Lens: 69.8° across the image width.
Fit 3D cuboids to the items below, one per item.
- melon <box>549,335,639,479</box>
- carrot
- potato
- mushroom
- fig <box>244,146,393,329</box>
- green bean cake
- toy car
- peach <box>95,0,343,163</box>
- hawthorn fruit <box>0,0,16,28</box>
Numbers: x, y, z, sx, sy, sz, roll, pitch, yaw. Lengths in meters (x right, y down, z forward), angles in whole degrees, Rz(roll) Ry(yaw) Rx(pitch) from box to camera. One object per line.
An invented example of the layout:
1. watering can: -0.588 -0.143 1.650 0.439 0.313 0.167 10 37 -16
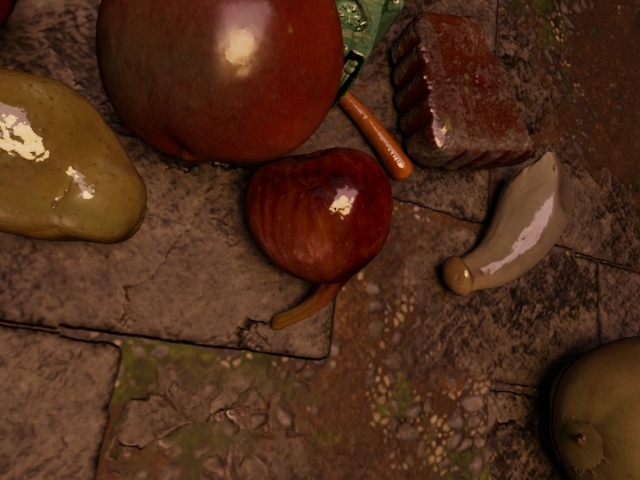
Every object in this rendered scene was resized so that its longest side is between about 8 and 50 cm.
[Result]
1. melon: 0.481 0.266 0.630 0.330 0.268 0.268 8 76 -13
2. carrot: 0.070 -0.167 0.675 0.037 0.037 0.190 -39 92 -24
3. potato: -0.263 -0.071 0.452 0.194 0.157 0.157 34 69 -15
4. mushroom: 0.293 -0.007 0.699 0.118 0.103 0.270 44 72 -10
5. fig: 0.006 -0.005 0.555 0.175 0.175 0.207 -16 100 -25
6. green bean cake: 0.212 -0.223 0.709 0.199 0.097 0.232 -8 82 -22
7. toy car: 0.059 -0.337 0.631 0.097 0.141 0.320 20 68 -15
8. peach: -0.107 -0.195 0.486 0.252 0.252 0.252 5 78 -22
9. hawthorn fruit: -0.411 -0.249 0.370 0.275 0.275 0.299 26 82 -16
